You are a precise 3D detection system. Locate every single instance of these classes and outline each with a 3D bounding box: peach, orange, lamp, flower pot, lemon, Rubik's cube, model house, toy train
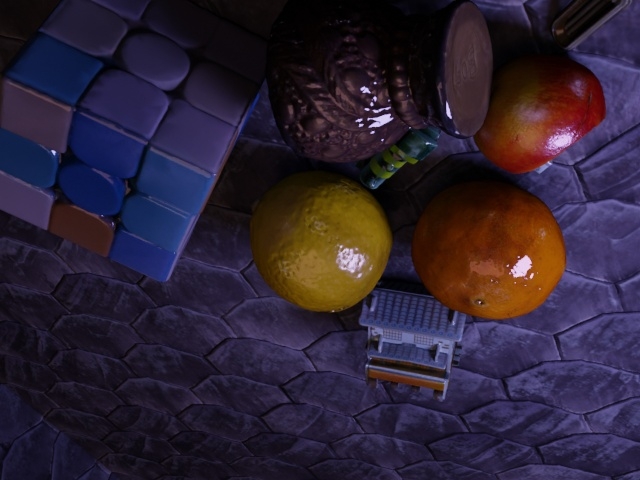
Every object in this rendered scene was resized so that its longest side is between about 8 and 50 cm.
[{"bbox_3d":[0.338,-0.190,1.169,0.193,0.190,0.190,18,141,3],"label":"peach"},{"bbox_3d":[0.309,0.022,1.398,0.284,0.226,0.283,16,146,11],"label":"orange"},{"bbox_3d":[0.272,-0.377,1.060,0.283,0.124,0.203,16,161,-1],"label":"lamp"},{"bbox_3d":[0.097,-0.246,1.113,0.267,0.266,0.266,4,139,30],"label":"flower pot"},{"bbox_3d":[0.001,0.001,1.460,0.293,0.293,0.293,11,140,10],"label":"lemon"},{"bbox_3d":[-0.321,-0.198,1.298,0.347,0.346,0.344,26,141,-8],"label":"Rubik's cube"},{"bbox_3d":[0.205,0.204,1.671,0.224,0.198,0.215,9,123,14],"label":"model house"},{"bbox_3d":[0.130,-0.168,1.319,0.083,0.132,0.200,30,138,-13],"label":"toy train"}]

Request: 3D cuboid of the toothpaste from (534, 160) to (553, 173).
[{"bbox_3d":[0.327,-0.179,1.295,0.164,0.046,0.034,32,136,-15],"label":"toothpaste"}]
